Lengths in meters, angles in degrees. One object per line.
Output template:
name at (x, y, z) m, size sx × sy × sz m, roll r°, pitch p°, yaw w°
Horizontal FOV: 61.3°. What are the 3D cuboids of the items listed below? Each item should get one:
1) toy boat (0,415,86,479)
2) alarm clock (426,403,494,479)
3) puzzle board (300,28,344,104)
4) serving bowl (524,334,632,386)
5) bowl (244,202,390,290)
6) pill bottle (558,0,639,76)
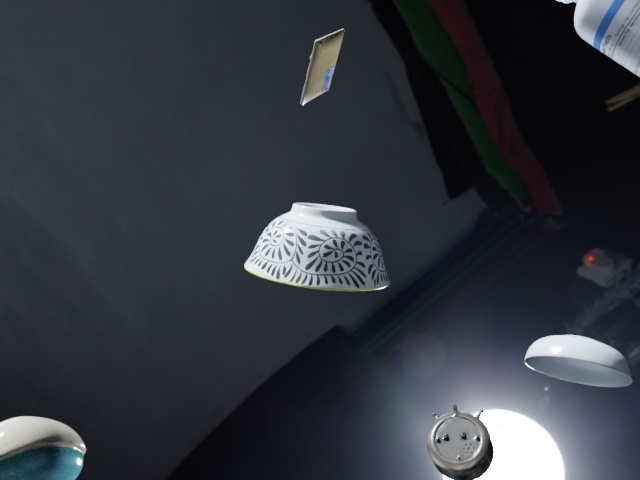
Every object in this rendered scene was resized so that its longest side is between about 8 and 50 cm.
toy boat at (-0.458, 0.321, 0.654) m, size 0.148 × 0.267 × 0.318 m, roll 59°, pitch -3°, yaw 26°
alarm clock at (0.281, 0.429, 1.084) m, size 0.064 × 0.129 × 0.192 m, roll 61°, pitch 24°, yaw -44°
puzzle board at (0.002, -0.326, 1.013) m, size 0.011 × 0.096 × 0.128 m, roll 33°, pitch -45°, yaw 15°
serving bowl at (0.220, 0.099, 0.461) m, size 0.083 × 0.027 × 0.083 m, roll 16°, pitch -20°, yaw 6°
bowl at (0.000, 0.000, 0.625) m, size 0.170 × 0.170 × 0.080 m, roll -90°, pitch -174°, yaw -83°
pill bottle at (0.296, -0.197, 0.444) m, size 0.221 × 0.124 × 0.124 m, roll 47°, pitch -4°, yaw 20°
